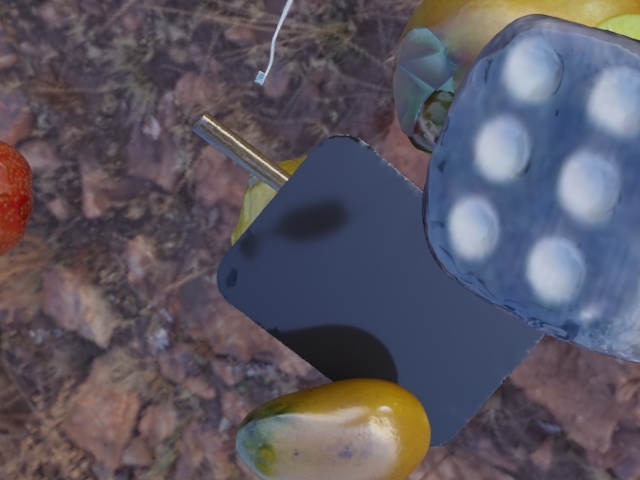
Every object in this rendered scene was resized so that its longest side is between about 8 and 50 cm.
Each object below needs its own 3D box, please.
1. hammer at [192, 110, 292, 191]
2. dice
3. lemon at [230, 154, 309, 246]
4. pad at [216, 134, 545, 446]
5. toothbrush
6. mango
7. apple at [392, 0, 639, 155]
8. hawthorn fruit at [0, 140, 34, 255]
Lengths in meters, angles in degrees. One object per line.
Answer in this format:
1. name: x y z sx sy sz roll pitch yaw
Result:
1. hammer: -0.037 -0.077 1.553 0.365 0.043 0.111 35 111 -18
2. dice: 0.190 -0.035 0.655 0.181 0.183 0.182 30 110 42
3. lemon: 0.000 0.000 2.023 0.350 0.350 0.387 -25 107 48
4. pad: 0.099 0.036 1.235 0.375 0.063 0.315 40 96 -16
5. toothbrush: -0.070 -0.329 1.660 0.017 0.014 0.162 22 91 -7
6. mango: 0.014 0.226 1.154 0.151 0.221 0.120 91 169 -47
7. apple: 0.288 -0.205 1.395 0.374 0.374 0.384 -34 73 48
8. hawthorn fruit: -0.526 -0.058 1.437 0.205 0.253 0.205 3 97 24
